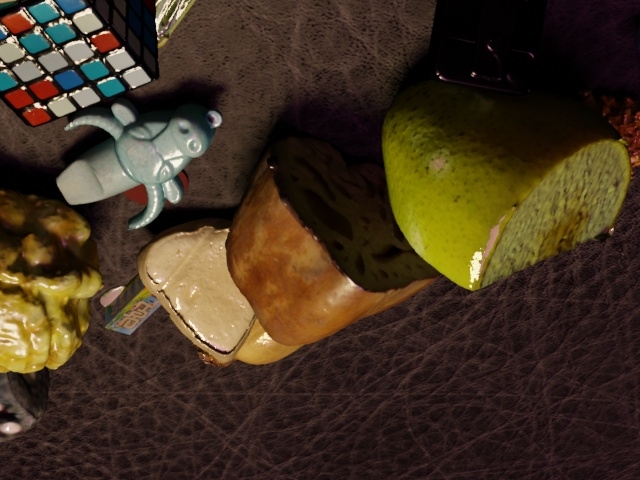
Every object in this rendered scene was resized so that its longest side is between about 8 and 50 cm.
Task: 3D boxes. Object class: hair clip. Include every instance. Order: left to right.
[{"bbox_3d":[-0.175,-0.315,1.635,0.060,0.033,0.188,15,136,-29],"label":"hair clip"}]

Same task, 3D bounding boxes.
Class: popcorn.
[{"bbox_3d":[-0.447,0.064,1.894,0.282,0.282,0.247,5,152,-15],"label":"popcorn"}]

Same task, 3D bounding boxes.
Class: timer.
[{"bbox_3d":[0.217,-0.284,1.632,0.144,0.187,0.055,7,-176,-18],"label":"timer"}]

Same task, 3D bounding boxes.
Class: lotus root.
[{"bbox_3d":[-0.067,0.111,2.124,0.303,0.146,0.131,-33,175,21],"label":"lotus root"},{"bbox_3d":[0.000,0.000,1.910,0.316,0.316,0.250,18,139,-29],"label":"lotus root"}]

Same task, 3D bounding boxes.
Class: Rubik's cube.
[{"bbox_3d":[-0.316,-0.275,1.541,0.187,0.184,0.182,-20,141,16],"label":"Rubik's cube"}]

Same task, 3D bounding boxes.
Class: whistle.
[{"bbox_3d":[-0.255,-0.123,1.828,0.274,0.093,0.186,-24,110,20],"label":"whistle"}]

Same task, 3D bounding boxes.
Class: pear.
[{"bbox_3d":[0.227,-0.116,1.773,0.342,0.318,0.238,-19,133,-43],"label":"pear"}]

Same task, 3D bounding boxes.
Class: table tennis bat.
[{"bbox_3d":[-0.271,-0.089,1.932,0.154,0.019,0.098,15,139,-30],"label":"table tennis bat"}]

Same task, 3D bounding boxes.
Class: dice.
[{"bbox_3d":[-0.570,0.227,2.167,0.183,0.181,0.182,-11,141,7],"label":"dice"}]

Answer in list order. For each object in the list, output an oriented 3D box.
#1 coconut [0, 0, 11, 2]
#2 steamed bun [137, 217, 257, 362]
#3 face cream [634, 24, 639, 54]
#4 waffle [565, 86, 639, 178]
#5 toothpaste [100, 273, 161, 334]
[{"bbox_3d":[-0.372,-0.363,1.353,0.259,0.259,0.259,-4,143,-3],"label":"coconut"},{"bbox_3d":[-0.181,0.046,2.031,0.212,0.231,0.110,30,176,-16],"label":"steamed bun"},{"bbox_3d":[0.541,-0.188,1.873,0.135,0.086,0.385,-41,139,3],"label":"face cream"},{"bbox_3d":[0.417,-0.137,1.931,0.197,0.070,0.193,18,136,-29],"label":"waffle"},{"bbox_3d":[-0.296,0.084,2.133,0.070,0.044,0.193,20,135,-32],"label":"toothpaste"}]
